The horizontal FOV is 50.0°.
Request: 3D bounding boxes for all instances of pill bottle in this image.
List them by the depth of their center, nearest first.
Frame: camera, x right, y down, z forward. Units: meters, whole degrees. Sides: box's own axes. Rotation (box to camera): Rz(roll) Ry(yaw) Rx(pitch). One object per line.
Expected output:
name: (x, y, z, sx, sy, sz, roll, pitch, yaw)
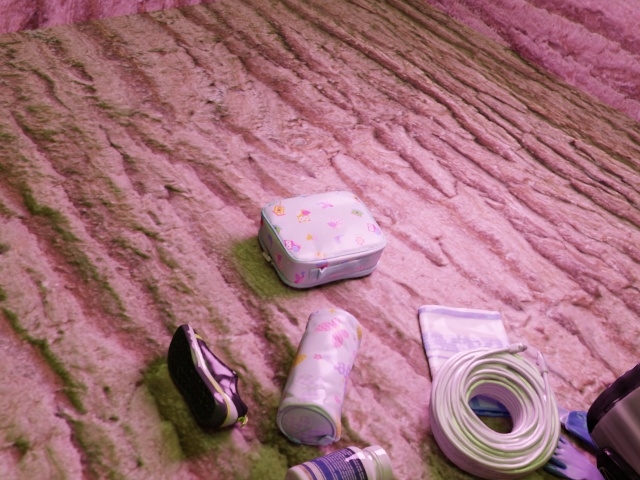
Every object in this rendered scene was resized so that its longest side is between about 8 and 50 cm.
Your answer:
pill bottle: (0.034, 0.403, 1.151, 0.169, 0.094, 0.094, -11, 47, -29)

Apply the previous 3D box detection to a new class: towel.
towel: (0.329, 0.253, 1.478, 0.209, 0.034, 0.285, 7, 40, -10)

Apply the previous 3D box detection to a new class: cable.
cable: (0.330, 0.327, 1.317, 0.257, 0.089, 0.257, 1, 54, -11)

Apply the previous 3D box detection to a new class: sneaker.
sneaker: (-0.207, 0.257, 1.274, 0.097, 0.084, 0.235, 13, 33, -44)

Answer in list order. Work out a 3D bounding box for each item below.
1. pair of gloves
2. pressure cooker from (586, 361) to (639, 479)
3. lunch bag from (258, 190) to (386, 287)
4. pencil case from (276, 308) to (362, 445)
pair of gloves: (0.512, 0.406, 1.371, 0.159, 0.023, 0.198, 31, 42, 14)
pressure cooker: (0.717, 0.396, 1.170, 0.369, 0.376, 0.420, -5, 49, -28)
lunch bag: (0.000, 0.000, 1.601, 0.279, 0.108, 0.224, -11, 52, -27)
pencil case: (0.006, 0.253, 1.304, 0.124, 0.113, 0.273, 25, 39, -6)
